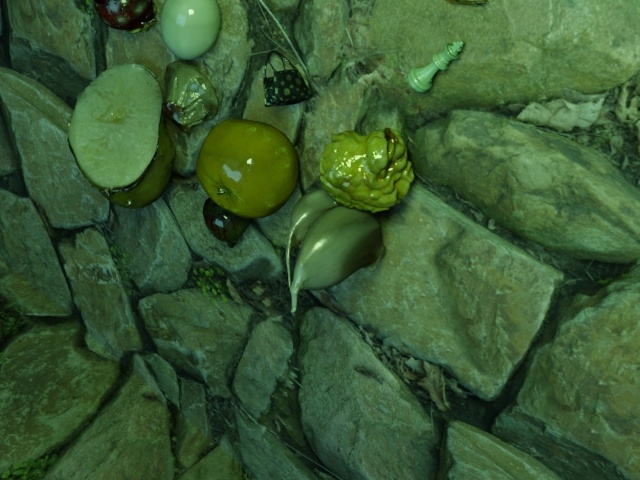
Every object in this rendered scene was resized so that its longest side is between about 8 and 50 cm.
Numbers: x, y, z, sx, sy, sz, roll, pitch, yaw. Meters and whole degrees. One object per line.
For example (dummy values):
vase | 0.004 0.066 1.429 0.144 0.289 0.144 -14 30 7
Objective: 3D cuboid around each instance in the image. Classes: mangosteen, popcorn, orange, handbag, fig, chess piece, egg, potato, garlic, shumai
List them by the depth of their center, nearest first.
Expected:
chess piece | 0.251 -0.376 1.703 0.059 0.059 0.149 52 136 -2
popcorn | 0.112 -0.169 1.881 0.226 0.200 0.203 52 146 -4
handbag | -0.097 -0.401 1.980 0.072 0.115 0.139 -19 89 48
garlic | 0.000 0.000 2.001 0.231 0.340 0.246 37 140 25
egg | -0.330 -0.549 2.036 0.151 0.151 0.209 41 148 11
orange | -0.188 -0.192 2.117 0.279 0.235 0.279 29 150 19
mangosteen | -0.512 -0.629 2.145 0.166 0.166 0.180 6 153 40
shumai | -0.389 -0.391 2.233 0.201 0.120 0.201 26 138 27
fig | -0.280 -0.035 2.408 0.149 0.149 0.245 31 148 22
potato | -0.568 -0.293 2.414 0.289 0.296 0.397 -2 83 8

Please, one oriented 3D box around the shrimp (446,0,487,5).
shrimp | 0.285 -0.507 1.596 0.114 0.023 0.083 28 133 30
